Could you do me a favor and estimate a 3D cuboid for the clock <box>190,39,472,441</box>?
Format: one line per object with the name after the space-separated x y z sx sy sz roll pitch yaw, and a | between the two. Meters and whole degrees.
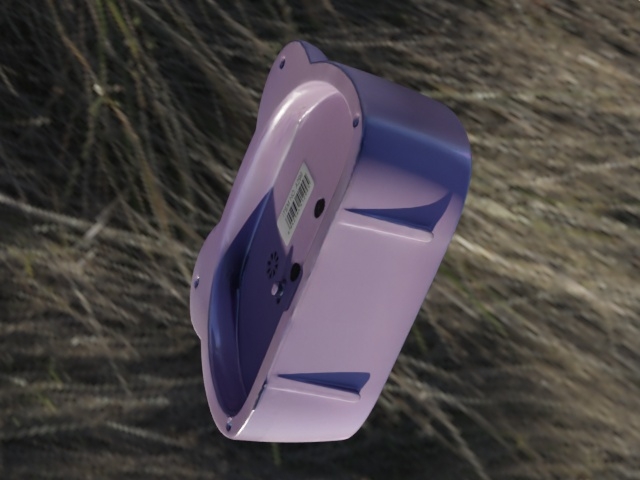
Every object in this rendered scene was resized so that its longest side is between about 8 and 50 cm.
0.000 0.000 0.636 0.050 0.110 0.152 12 116 -24 | clock
